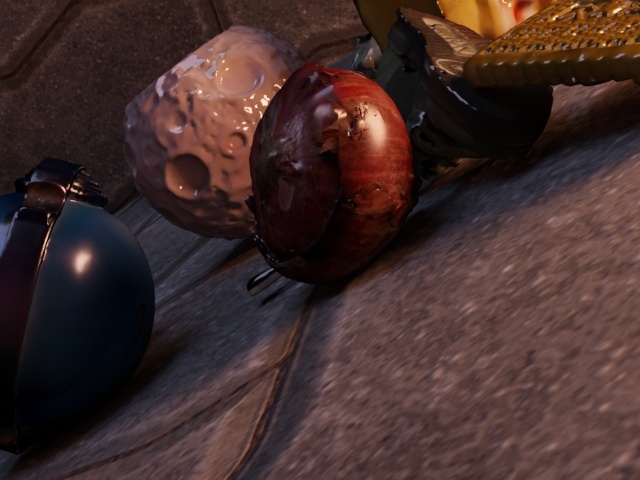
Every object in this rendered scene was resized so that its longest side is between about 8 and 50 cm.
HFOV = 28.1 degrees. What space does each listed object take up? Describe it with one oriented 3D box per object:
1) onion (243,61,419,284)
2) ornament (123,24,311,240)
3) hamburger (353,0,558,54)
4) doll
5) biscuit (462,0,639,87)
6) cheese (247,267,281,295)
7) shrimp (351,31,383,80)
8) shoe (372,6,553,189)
[{"bbox_3d":[0.018,-0.054,1.048,0.147,0.184,0.184,4,-17,-37],"label":"onion"},{"bbox_3d":[-0.100,-0.119,1.512,0.259,0.225,0.259,-36,10,7],"label":"ornament"},{"bbox_3d":[0.172,-0.294,1.373,0.237,0.276,0.276,-27,8,-10],"label":"hamburger"},{"bbox_3d":[-0.279,0.063,1.270,0.310,0.240,0.284,72,-149,-86],"label":"doll"},{"bbox_3d":[0.235,-0.159,0.922,0.172,0.029,0.254,-34,22,-27],"label":"biscuit"},{"bbox_3d":[0.000,-0.001,1.161,0.162,0.036,0.086,-35,12,7],"label":"cheese"},{"bbox_3d":[0.116,-0.225,1.729,0.185,0.068,0.287,-28,31,23],"label":"shrimp"},{"bbox_3d":[0.110,-0.098,1.115,0.293,0.109,0.149,-111,35,-62],"label":"shoe"}]
